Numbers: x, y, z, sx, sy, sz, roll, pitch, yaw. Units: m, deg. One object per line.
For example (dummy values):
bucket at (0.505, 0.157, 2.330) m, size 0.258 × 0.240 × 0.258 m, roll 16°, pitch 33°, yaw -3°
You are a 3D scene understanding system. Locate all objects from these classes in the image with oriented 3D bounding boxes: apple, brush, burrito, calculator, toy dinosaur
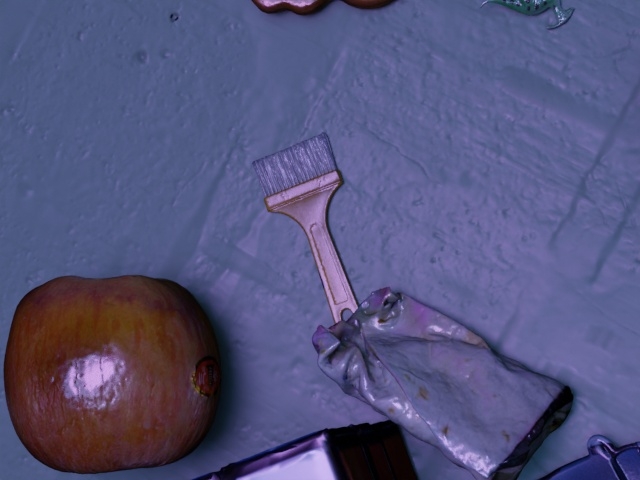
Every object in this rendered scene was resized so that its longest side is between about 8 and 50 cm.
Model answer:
apple at (-0.198, 0.125, 1.264) m, size 0.211 × 0.211 × 0.188 m, roll -4°, pitch 87°, yaw 14°
brush at (0.000, 0.000, 1.329) m, size 0.083 × 0.011 × 0.205 m, roll -21°, pitch 80°, yaw 10°
burrito at (0.107, 0.135, 1.242) m, size 0.229 × 0.144 × 0.089 m, roll 31°, pitch 135°, yaw 21°
calculator at (0.260, 0.228, 1.220) m, size 0.141 × 0.019 × 0.094 m, roll -33°, pitch 77°, yaw 25°
toy dinosaur at (0.204, -0.227, 1.295) m, size 0.083 × 0.021 × 0.062 m, roll -33°, pitch 90°, yaw 8°

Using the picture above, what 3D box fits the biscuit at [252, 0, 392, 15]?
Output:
biscuit at (0.049, -0.331, 1.327) m, size 0.295 × 0.044 × 0.186 m, roll -26°, pitch 85°, yaw 8°

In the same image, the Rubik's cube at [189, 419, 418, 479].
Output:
Rubik's cube at (-0.038, 0.336, 1.165) m, size 0.288 × 0.283 × 0.293 m, roll -24°, pitch 77°, yaw 10°
